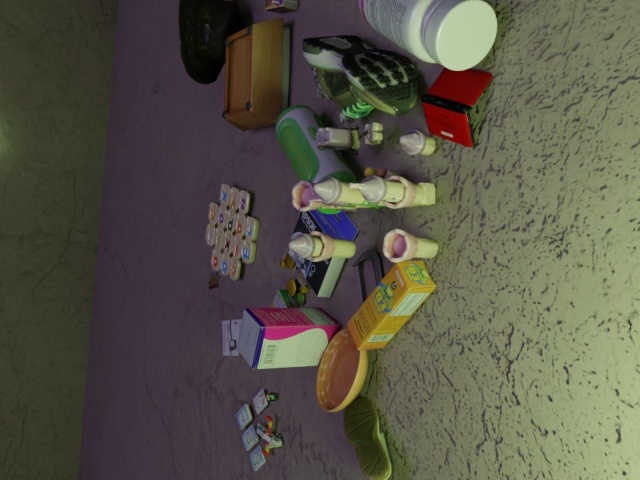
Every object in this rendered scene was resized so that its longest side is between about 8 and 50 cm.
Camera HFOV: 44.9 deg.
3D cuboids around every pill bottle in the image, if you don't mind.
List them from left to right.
[{"bbox_3d":[0.206,-0.444,1.512,0.283,0.161,0.160,51,130,48],"label":"pill bottle"}]

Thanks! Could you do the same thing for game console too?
[{"bbox_3d":[0.275,-0.267,1.529,0.144,0.085,0.124,34,148,55],"label":"game console"}]

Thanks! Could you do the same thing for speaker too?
[{"bbox_3d":[-0.013,-0.201,1.890,0.131,0.131,0.296,-62,40,35],"label":"speaker"}]

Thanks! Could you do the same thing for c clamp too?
[{"bbox_3d":[0.102,0.104,1.778,0.137,0.022,0.160,-20,71,57],"label":"c clamp"}]

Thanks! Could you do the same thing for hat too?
[{"bbox_3d":[-0.313,-0.645,2.363,0.134,0.331,0.331,2,90,22],"label":"hat"}]

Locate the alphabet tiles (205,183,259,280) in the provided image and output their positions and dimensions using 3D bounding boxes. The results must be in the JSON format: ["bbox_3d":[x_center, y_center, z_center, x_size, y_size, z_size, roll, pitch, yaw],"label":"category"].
[{"bbox_3d":[-0.275,-0.027,2.382,0.284,0.021,0.277,21,105,51],"label":"alphabet tiles"}]

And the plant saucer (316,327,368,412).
[{"bbox_3d":[0.053,0.301,1.786,0.200,0.037,0.199,-47,31,41],"label":"plant saucer"}]

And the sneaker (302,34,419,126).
[{"bbox_3d":[0.093,-0.337,1.750,0.410,0.158,0.182,-131,32,-52],"label":"sneaker"}]

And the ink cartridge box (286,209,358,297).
[{"bbox_3d":[0.000,0.000,1.933,0.206,0.045,0.208,54,131,46],"label":"ink cartridge box"}]

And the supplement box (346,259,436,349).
[{"bbox_3d":[0.147,0.140,1.650,0.233,0.080,0.078,-55,46,38],"label":"supplement box"}]

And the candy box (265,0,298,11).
[{"bbox_3d":[-0.099,-0.730,2.137,0.109,0.053,0.186,19,103,57],"label":"candy box"}]

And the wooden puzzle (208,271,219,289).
[{"bbox_3d":[-0.348,0.131,2.529,0.083,0.006,0.049,-23,69,56],"label":"wooden puzzle"}]

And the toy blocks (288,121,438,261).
[{"bbox_3d":[0.058,-0.110,1.578,0.289,0.260,0.308,-2,86,42],"label":"toy blocks"}]

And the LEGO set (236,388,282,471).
[{"bbox_3d":[-0.180,0.526,2.181,0.244,0.060,0.182,-51,50,44],"label":"LEGO set"}]

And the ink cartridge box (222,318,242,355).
[{"bbox_3d":[-0.231,0.286,2.272,0.150,0.063,0.109,-14,76,57],"label":"ink cartridge box"}]

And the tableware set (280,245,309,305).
[{"bbox_3d":[-0.068,0.096,2.060,0.154,0.024,0.104,56,136,43],"label":"tableware set"}]

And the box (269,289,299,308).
[{"bbox_3d":[-0.111,0.233,2.101,0.179,0.043,0.105,-63,40,31],"label":"box"}]

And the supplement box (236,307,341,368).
[{"bbox_3d":[-0.076,0.234,1.873,0.114,0.220,0.111,37,119,55],"label":"supplement box"}]

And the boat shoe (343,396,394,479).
[{"bbox_3d":[0.108,0.445,1.693,0.223,0.080,0.073,-111,-5,-53],"label":"boat shoe"}]

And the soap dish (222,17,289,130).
[{"bbox_3d":[-0.187,-0.468,2.200,0.229,0.118,0.290,3,91,59],"label":"soap dish"}]
